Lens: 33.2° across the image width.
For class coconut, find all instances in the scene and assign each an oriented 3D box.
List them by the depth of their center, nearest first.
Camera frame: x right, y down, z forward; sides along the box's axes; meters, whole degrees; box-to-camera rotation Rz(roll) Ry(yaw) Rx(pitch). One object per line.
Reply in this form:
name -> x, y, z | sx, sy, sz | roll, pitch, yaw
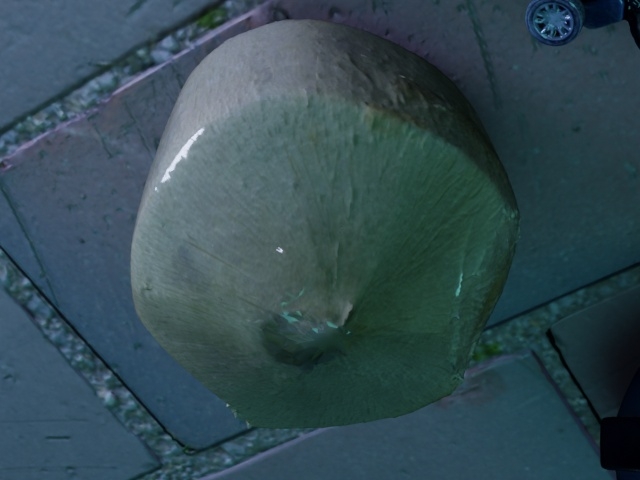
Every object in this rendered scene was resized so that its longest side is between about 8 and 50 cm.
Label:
coconut -> 0.000, 0.000, 0.675 | 0.245, 0.247, 0.244 | 1, 123, 2

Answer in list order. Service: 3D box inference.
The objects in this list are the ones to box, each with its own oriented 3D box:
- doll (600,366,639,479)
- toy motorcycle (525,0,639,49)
doll -> 0.355, 0.155, 0.753 | 0.310, 0.284, 0.240 | 8, 81, 5
toy motorcycle -> 0.156, -0.192, 0.618 | 0.254, 0.092, 0.135 | 30, 135, 7
